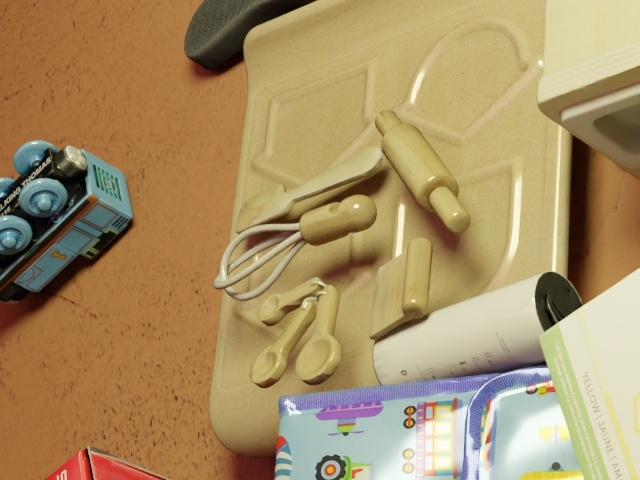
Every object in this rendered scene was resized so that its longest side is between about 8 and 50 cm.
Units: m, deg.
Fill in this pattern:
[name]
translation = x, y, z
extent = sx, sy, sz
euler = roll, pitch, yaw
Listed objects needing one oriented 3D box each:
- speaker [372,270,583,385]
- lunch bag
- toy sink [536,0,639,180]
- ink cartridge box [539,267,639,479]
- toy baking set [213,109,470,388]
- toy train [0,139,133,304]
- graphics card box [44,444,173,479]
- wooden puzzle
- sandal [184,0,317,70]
[speaker]
translation = 0.100, 0.063, 1.189
extent = 0.136, 0.055, 0.055
euler = -23, 53, 39
[lunch bag]
translation = 0.123, 0.199, 1.146
extent = 0.293, 0.138, 0.221
euler = -12, 58, 25
[toy sink]
translation = 0.228, -0.117, 1.174
extent = 0.131, 0.153, 0.234
euler = -19, 56, 40
[ink cartridge box]
translation = 0.240, 0.072, 1.019
extent = 0.235, 0.056, 0.171
euler = -39, 51, 35
[toy baking set]
translation = 0.005, -0.004, 1.297
extent = 0.197, 0.030, 0.256
euler = -42, 33, 13
[toy train]
translation = -0.255, -0.009, 1.670
extent = 0.184, 0.105, 0.080
euler = -42, 38, 22
[graphics card box]
translation = -0.193, 0.306, 1.319
extent = 0.371, 0.233, 0.094
euler = -38, 45, 25
[wooden puzzle]
translation = 0.063, -0.029, 1.366
extent = 0.322, 0.080, 0.348
euler = -17, 61, 41
[sandal]
translation = -0.022, -0.216, 1.591
extent = 0.254, 0.054, 0.097
euler = -24, 44, 49
